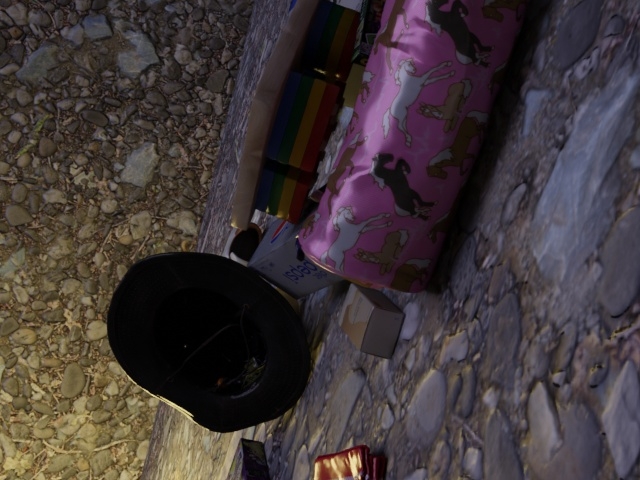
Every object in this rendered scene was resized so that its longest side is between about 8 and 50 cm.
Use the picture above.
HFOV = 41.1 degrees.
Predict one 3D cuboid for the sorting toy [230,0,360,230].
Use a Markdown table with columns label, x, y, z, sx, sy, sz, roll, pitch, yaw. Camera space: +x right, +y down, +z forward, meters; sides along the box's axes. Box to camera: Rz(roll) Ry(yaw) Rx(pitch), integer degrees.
| label | x | y | z | sx | sy | sz | roll | pitch | yaw |
| --- | --- | --- | --- | --- | --- | --- | --- | --- | --- |
| sorting toy | -0.020 | -0.170 | 1.080 | 0.255 | 0.089 | 0.257 | 109 | 180 | -55 |

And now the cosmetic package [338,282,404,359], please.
| label | x | y | z | sx | sy | sz | roll | pitch | yaw |
| --- | --- | --- | --- | --- | --- | --- | --- | --- | --- |
| cosmetic package | 0.060 | 0.096 | 1.039 | 0.115 | 0.041 | 0.060 | -141 | 67 | -75 |

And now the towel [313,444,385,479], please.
| label | x | y | z | sx | sy | sz | roll | pitch | yaw |
| --- | --- | --- | --- | --- | --- | --- | --- | --- | --- |
| towel | 0.009 | 0.375 | 0.968 | 0.199 | 0.031 | 0.275 | 137 | 146 | -66 |

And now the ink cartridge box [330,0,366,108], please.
| label | x | y | z | sx | sy | sz | roll | pitch | yaw |
| --- | --- | --- | --- | --- | --- | --- | --- | --- | --- |
| ink cartridge box | 0.092 | -0.350 | 1.236 | 0.197 | 0.114 | 0.273 | 124 | 157 | -53 |

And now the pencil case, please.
| label | x | y | z | sx | sy | sz | roll | pitch | yaw |
| --- | --- | --- | --- | --- | --- | --- | --- | --- | --- |
| pencil case | 0.099 | -0.139 | 0.910 | 0.160 | 0.167 | 0.386 | -21 | -47 | -69 |

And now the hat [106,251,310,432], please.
| label | x | y | z | sx | sy | sz | roll | pitch | yaw |
| --- | --- | --- | --- | --- | --- | --- | --- | --- | --- |
| hat | -0.162 | 0.137 | 1.364 | 0.134 | 0.331 | 0.331 | -61 | -5 | -62 |

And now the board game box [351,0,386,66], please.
| label | x | y | z | sx | sy | sz | roll | pitch | yaw |
| --- | --- | --- | --- | --- | --- | --- | --- | --- | --- |
| board game box | 0.122 | -0.311 | 1.039 | 0.030 | 0.136 | 0.260 | 144 | 138 | -63 |

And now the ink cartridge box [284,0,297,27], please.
| label | x | y | z | sx | sy | sz | roll | pitch | yaw |
| --- | --- | --- | --- | --- | --- | --- | --- | --- | --- |
| ink cartridge box | -0.053 | -0.493 | 2.067 | 0.186 | 0.065 | 0.311 | -170 | 97 | -76 |

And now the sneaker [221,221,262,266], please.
| label | x | y | z | sx | sy | sz | roll | pitch | yaw |
| --- | --- | --- | --- | --- | --- | --- | --- | --- | --- |
| sneaker | -0.202 | 0.092 | 1.922 | 0.123 | 0.106 | 0.290 | 159 | 127 | -76 |

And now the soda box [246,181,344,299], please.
| label | x | y | z | sx | sy | sz | roll | pitch | yaw |
| --- | --- | --- | --- | --- | --- | --- | --- | --- | --- |
| soda box | 0.000 | 0.000 | 1.174 | 0.091 | 0.098 | 0.286 | -62 | 13 | -23 |

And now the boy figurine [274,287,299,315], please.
| label | x | y | z | sx | sy | sz | roll | pitch | yaw |
| --- | --- | --- | --- | --- | --- | --- | --- | --- | --- |
| boy figurine | -0.112 | 0.204 | 1.499 | 0.177 | 0.092 | 0.285 | -89 | 17 | -53 |

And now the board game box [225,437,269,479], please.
| label | x | y | z | sx | sy | sz | roll | pitch | yaw |
| --- | --- | --- | --- | --- | --- | --- | --- | --- | --- |
| board game box | -0.156 | 0.530 | 1.414 | 0.208 | 0.056 | 0.347 | -128 | 54 | -67 |
